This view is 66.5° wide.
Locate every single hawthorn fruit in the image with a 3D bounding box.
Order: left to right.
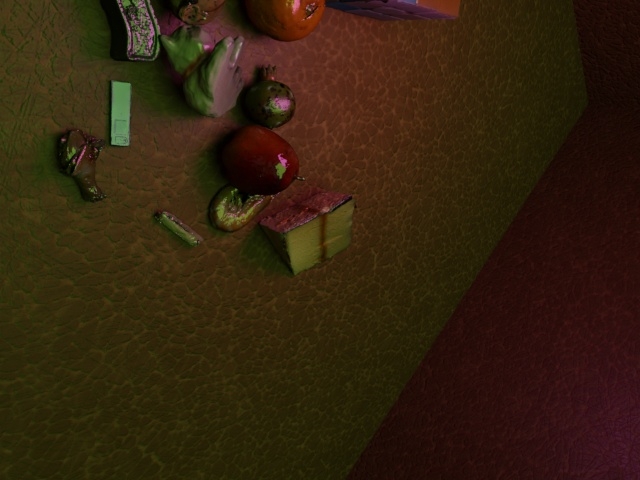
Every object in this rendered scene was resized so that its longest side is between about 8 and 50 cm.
[{"bbox_3d":[-0.170,-0.241,1.533,0.224,0.261,0.224,-60,164,-29],"label":"hawthorn fruit"}]

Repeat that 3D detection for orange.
[{"bbox_3d":[-0.102,-0.705,1.422,0.240,0.240,0.240,-18,119,-37],"label":"orange"}]

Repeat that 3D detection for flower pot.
[{"bbox_3d":[-0.474,-0.564,1.219,0.103,0.108,0.229,-21,122,-37],"label":"flower pot"}]

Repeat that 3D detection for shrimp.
[{"bbox_3d":[-0.252,-0.140,1.644,0.287,0.063,0.152,-40,119,-21],"label":"shrimp"}]

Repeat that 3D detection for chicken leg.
[{"bbox_3d":[-0.617,-0.187,1.269,0.125,0.080,0.196,-19,121,-51],"label":"chicken leg"}]

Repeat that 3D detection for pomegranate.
[{"bbox_3d":[-0.157,-0.450,1.539,0.159,0.159,0.205,1,82,-43],"label":"pomegranate"}]

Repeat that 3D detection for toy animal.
[{"bbox_3d":[-0.320,-0.470,1.361,0.308,0.188,0.266,-77,-175,-61],"label":"toy animal"}]

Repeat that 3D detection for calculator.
[{"bbox_3d":[-0.538,-0.339,1.316,0.057,0.018,0.172,-8,113,-42],"label":"calculator"}]

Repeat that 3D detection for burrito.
[{"bbox_3d":[-0.437,-0.038,1.525,0.045,0.041,0.185,-24,137,18],"label":"burrito"}]

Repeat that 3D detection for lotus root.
[{"bbox_3d":[-0.298,-0.685,1.279,0.146,0.160,0.284,34,59,-39],"label":"lotus root"}]

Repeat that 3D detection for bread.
[{"bbox_3d":[0.000,0.000,1.824,0.346,0.242,0.405,-38,126,-21],"label":"bread"}]

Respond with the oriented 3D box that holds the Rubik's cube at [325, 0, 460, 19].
[{"bbox_3d":[0.237,-0.911,1.561,0.347,0.347,0.344,-9,114,-41],"label":"Rubik's cube"}]
